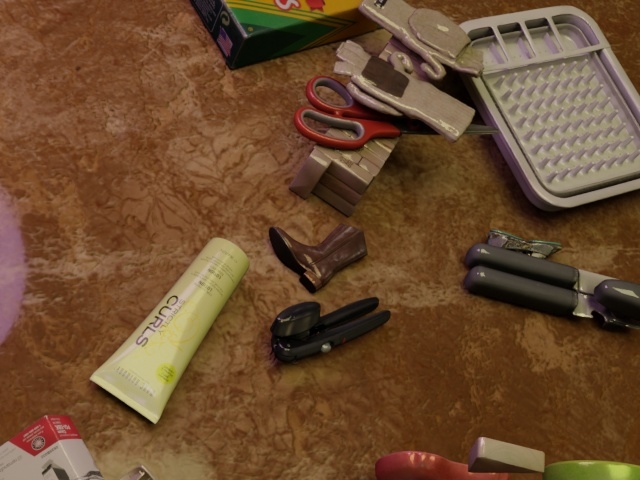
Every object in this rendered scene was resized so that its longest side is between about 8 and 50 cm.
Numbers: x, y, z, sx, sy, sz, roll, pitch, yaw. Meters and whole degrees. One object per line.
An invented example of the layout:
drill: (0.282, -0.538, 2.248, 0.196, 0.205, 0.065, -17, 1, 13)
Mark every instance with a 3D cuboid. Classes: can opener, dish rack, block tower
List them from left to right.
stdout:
can opener: (0.015, 0.110, 1.488, 0.186, 0.073, 0.059, -9, 57, -37)
block tower: (0.081, -0.179, 1.664, 0.097, 0.091, 0.335, 34, 55, 0)
dish rack: (0.358, -0.195, 1.800, 0.285, 0.072, 0.333, -14, 67, -30)
can opener: (0.337, 0.058, 1.636, 0.280, 0.093, 0.074, 13, 58, -10)

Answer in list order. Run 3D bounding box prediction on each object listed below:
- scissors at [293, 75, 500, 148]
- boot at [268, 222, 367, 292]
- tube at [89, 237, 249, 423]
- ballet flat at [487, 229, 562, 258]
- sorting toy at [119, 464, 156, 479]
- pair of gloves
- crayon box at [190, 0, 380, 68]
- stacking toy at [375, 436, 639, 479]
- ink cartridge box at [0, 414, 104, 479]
scissors: (0.106, -0.146, 1.590, 0.297, 0.021, 0.109, 15, 54, -15)
boot: (0.000, 0.000, 1.557, 0.114, 0.037, 0.106, -38, 93, -31)
tube: (-0.168, 0.101, 1.418, 0.070, 0.062, 0.240, 11, 52, 34)
ballet flat: (0.286, 0.014, 1.673, 0.114, 0.041, 0.041, 11, 58, -16)
sorting toy: (-0.202, 0.300, 1.296, 0.083, 0.045, 0.075, -45, 100, -16)
pair of gloves: (0.125, -0.241, 1.630, 0.204, 0.042, 0.240, 26, 46, -4)
crayon box: (-0.036, -0.387, 1.744, 0.318, 0.081, 0.202, -21, 71, -32)
stacking toy: (0.221, 0.323, 1.322, 0.308, 0.279, 0.130, 13, 68, -17)
ink cartridge box: (-0.283, 0.266, 1.243, 0.099, 0.056, 0.135, -35, 74, 7)
